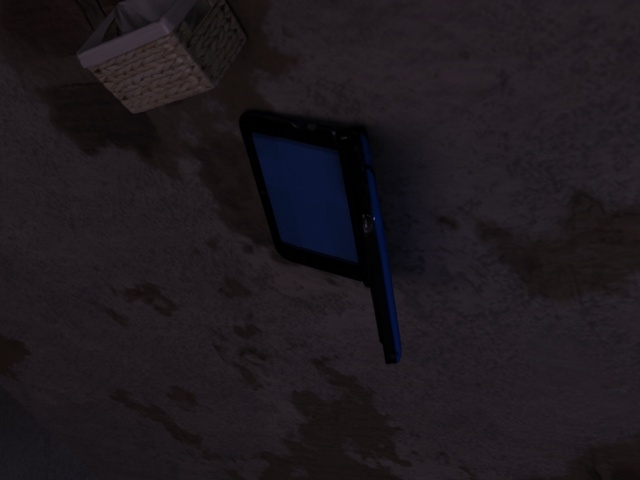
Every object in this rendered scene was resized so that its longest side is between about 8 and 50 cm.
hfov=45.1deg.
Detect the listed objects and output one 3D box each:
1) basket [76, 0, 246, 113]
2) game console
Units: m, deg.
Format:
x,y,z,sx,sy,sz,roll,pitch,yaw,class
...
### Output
x,y,z,sx,sy,sz,roll,pitch,yaw,class
-0.186,-0.233,0.920,0.167,0.113,0.103,-6,135,38,basket
0.000,0.000,1.032,0.173,0.250,0.293,-9,135,5,game console
